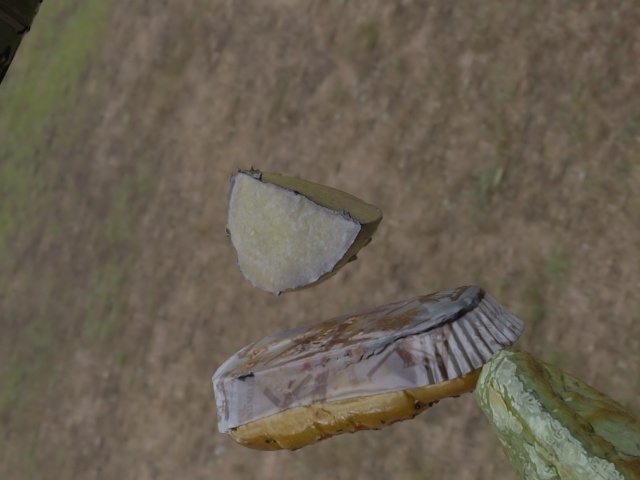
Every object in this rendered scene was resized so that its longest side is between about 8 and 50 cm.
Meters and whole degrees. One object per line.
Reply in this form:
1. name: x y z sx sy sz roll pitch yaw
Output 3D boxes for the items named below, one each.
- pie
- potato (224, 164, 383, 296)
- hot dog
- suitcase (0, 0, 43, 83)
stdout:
1. pie: 0.201 0.167 0.911 0.248 0.201 0.090 42 101 35
2. potato: 0.000 0.000 1.270 0.172 0.089 0.101 20 104 44
3. hot dog: 0.028 0.093 1.066 0.252 0.069 0.131 -18 16 29
4. suitcase: -0.262 -0.164 0.574 0.202 0.312 0.128 32 -99 -79
